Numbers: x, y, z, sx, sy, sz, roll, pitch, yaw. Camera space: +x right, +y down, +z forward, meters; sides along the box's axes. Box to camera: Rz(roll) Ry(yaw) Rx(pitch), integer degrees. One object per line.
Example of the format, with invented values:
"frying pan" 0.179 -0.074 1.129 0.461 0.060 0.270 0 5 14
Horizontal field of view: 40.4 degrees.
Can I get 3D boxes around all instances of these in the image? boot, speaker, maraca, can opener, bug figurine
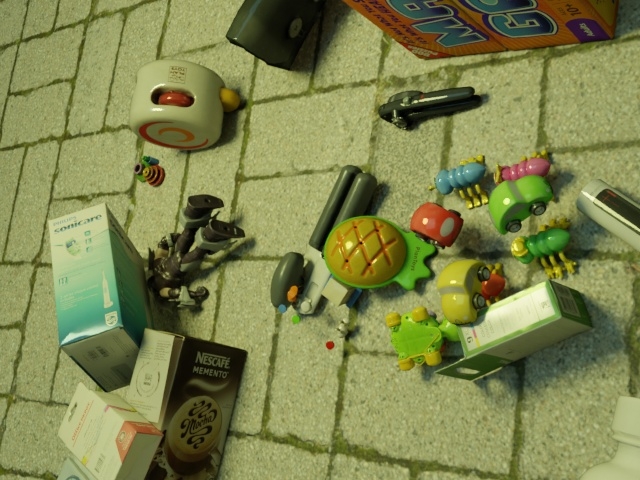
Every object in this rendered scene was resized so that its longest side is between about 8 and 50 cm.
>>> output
"boot" -0.044 -0.544 1.574 0.146 0.367 0.445 41 101 24
"speaker" 0.423 -0.031 1.211 0.055 0.055 0.136 -55 49 12
"maraca" 0.096 0.022 1.447 0.186 0.099 0.127 9 77 17
"can opener" 0.000 0.000 1.529 0.076 0.095 0.283 35 106 41
"bug figurine" 0.269 -0.029 1.329 0.216 0.072 0.278 -23 62 33
"can opener" 0.181 -0.234 1.479 0.186 0.059 0.073 -4 73 40

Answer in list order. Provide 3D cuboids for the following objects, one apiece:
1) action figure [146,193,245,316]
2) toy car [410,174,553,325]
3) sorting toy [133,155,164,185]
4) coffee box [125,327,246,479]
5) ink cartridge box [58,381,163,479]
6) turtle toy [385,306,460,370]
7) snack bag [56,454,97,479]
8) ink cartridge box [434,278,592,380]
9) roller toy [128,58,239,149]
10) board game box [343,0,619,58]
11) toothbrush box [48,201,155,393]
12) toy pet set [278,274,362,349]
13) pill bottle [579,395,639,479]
"action figure" -0.272 0.036 1.751 0.285 0.099 0.185 -47 57 38
"toy car" 0.230 -0.022 1.256 0.225 0.053 0.239 -41 40 24
"sorting toy" -0.392 -0.160 1.951 0.102 0.042 0.061 20 89 43
"coffee box" -0.263 0.324 1.599 0.119 0.168 0.297 7 81 42
"ink cartridge box" -0.373 0.341 1.528 0.198 0.067 0.115 27 94 42
"turtle toy" 0.167 0.147 1.360 0.130 0.066 0.095 -16 89 33
"snack bag" -0.484 0.659 1.765 0.343 0.037 0.323 31 97 39
"ink cartridge box" 0.268 0.132 1.250 0.209 0.109 0.062 -31 60 30
"roller toy" -0.294 -0.286 1.809 0.209 0.191 0.146 -8 70 39
"board game box" 0.236 -0.524 1.327 0.357 0.356 0.356 3 78 40
"toothbrush box" -0.419 0.111 1.694 0.126 0.216 0.295 -17 56 1
"toy pet set" 0.012 0.107 1.506 0.122 0.065 0.114 37 108 18
"pill bottle" 0.387 0.395 0.983 0.229 0.229 0.407 7 80 41
